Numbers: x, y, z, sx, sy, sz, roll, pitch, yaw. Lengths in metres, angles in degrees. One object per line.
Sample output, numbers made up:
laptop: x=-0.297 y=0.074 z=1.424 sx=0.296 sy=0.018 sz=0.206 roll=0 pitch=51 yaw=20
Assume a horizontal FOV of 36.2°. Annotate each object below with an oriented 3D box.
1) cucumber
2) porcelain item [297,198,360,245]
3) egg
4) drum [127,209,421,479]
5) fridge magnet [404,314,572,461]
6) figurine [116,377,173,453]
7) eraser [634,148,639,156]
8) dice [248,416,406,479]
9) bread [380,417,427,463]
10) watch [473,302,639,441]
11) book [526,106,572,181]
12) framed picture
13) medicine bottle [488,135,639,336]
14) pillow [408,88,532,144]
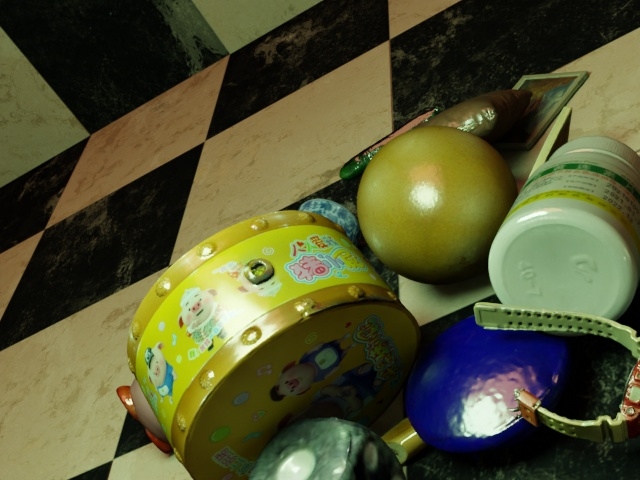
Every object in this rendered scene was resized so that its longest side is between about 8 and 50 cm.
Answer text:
cucumber: x=0.163 y=-0.222 z=2.291 sx=0.284 sy=0.056 sz=0.056 roll=-33 pitch=28 yaw=13
porcelain item: x=0.000 y=0.000 z=2.031 sx=0.147 sy=0.147 sz=0.114 roll=-11 pitch=39 yaw=39
egg: x=0.208 y=-0.062 z=1.731 sx=0.283 sy=0.282 sz=0.351 roll=-39 pitch=12 yaw=-4
drum: x=-0.071 y=0.172 z=1.507 sx=0.431 sy=0.431 sz=0.214 roll=-37 pitch=54 yaw=-2
fridge magnet: x=0.250 y=0.210 z=1.458 sx=0.265 sy=0.112 sz=0.265 roll=-26 pitch=32 yaw=17
figurine: x=-0.276 y=0.297 z=1.865 sx=0.173 sy=0.173 sz=0.173 roll=-27 pitch=29 yaw=17
eraser: x=0.540 y=-0.123 z=1.732 sx=0.122 sy=0.029 sz=0.052 roll=-28 pitch=29 yaw=17
dice: x=0.011 y=0.376 z=1.406 sx=0.181 sy=0.183 sz=0.182 roll=-14 pitch=36 yaw=34
bread: x=0.125 y=0.316 z=1.509 sx=0.103 sy=0.049 sz=0.062 roll=-36 pitch=20 yaw=2
watch: x=0.324 y=0.176 z=1.320 sx=0.268 sy=0.102 sz=0.164 roll=6 pitch=58 yaw=24
book: x=0.393 y=-0.100 z=1.730 sx=0.018 sy=0.170 sz=0.241 roll=18 pitch=53 yaw=22
framed picture: x=0.440 y=-0.276 z=2.095 sx=0.250 sy=0.016 sz=0.184 roll=-49 pitch=29 yaw=-22
medicine bottle: x=0.396 y=-0.023 z=1.494 sx=0.208 sy=0.208 sz=0.339 roll=-18 pitch=17 yaw=31
pillow: x=0.265 y=-0.208 z=1.990 sx=0.308 sy=0.108 sz=0.305 roll=-27 pitch=2 yaw=29
